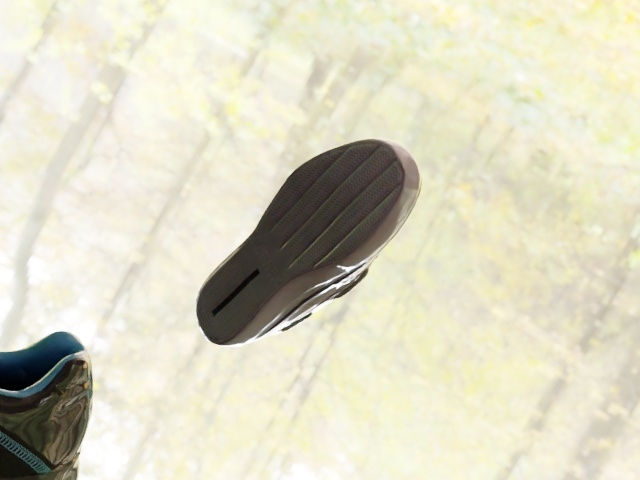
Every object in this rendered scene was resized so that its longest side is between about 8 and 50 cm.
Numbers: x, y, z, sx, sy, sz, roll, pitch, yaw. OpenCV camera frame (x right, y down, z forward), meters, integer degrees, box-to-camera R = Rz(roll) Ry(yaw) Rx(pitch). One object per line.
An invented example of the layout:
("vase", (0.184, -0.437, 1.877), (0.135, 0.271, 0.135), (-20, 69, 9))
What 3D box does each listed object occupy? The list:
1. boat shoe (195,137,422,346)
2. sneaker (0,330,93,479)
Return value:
("boat shoe", (0.000, 0.000, 1.030), (0.076, 0.226, 0.083), (0, -118, -48))
("sneaker", (-0.334, 0.120, 1.073), (0.341, 0.139, 0.125), (3, -152, -33))
